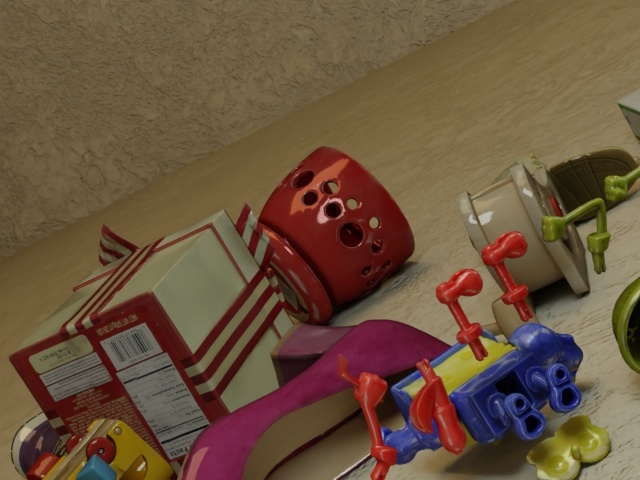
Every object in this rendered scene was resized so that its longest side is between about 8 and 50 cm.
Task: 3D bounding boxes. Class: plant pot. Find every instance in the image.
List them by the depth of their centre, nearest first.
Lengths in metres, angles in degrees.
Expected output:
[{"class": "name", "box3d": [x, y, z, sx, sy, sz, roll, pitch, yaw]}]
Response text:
[{"class": "plant pot", "box3d": [0.000, 0.000, 1.861, 0.174, 0.191, 0.191, -41, 15, -19]}]

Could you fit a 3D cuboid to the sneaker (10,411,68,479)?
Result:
[{"class": "sneaker", "box3d": [-0.254, 0.225, 1.848, 0.124, 0.107, 0.283, 8, 41, 45]}]

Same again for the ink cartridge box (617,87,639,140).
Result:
[{"class": "ink cartridge box", "box3d": [0.447, -0.158, 1.723, 0.109, 0.062, 0.209, -31, 13, 1]}]

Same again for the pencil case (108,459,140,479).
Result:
[{"class": "pencil case", "box3d": [-0.265, 0.303, 1.533, 0.209, 0.095, 0.098, -30, 17, -4]}]

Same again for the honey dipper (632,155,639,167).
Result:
[{"class": "honey dipper", "box3d": [0.397, -0.089, 1.659, 0.030, 0.030, 0.160, -34, 10, -12]}]

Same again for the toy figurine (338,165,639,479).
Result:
[{"class": "toy figurine", "box3d": [0.147, 0.090, 1.213, 0.362, 0.191, 0.217, -34, 8, -19]}]

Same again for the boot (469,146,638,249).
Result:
[{"class": "boot", "box3d": [0.283, -0.068, 1.729, 0.213, 0.077, 0.165, -29, 11, 20]}]

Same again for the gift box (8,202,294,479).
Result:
[{"class": "gift box", "box3d": [-0.175, 0.110, 1.671, 0.255, 0.276, 0.258, -19, 15, 25]}]

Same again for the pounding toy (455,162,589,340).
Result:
[{"class": "pounding toy", "box3d": [0.181, 0.008, 1.491, 0.155, 0.154, 0.269, -27, 13, 16]}]

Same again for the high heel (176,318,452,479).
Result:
[{"class": "high heel", "box3d": [-0.006, 0.201, 1.316, 0.181, 0.127, 0.377, 3, 42, 26]}]

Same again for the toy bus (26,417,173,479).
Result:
[{"class": "toy bus", "box3d": [-0.240, 0.274, 1.430, 0.202, 0.104, 0.191, -39, 15, 25]}]
